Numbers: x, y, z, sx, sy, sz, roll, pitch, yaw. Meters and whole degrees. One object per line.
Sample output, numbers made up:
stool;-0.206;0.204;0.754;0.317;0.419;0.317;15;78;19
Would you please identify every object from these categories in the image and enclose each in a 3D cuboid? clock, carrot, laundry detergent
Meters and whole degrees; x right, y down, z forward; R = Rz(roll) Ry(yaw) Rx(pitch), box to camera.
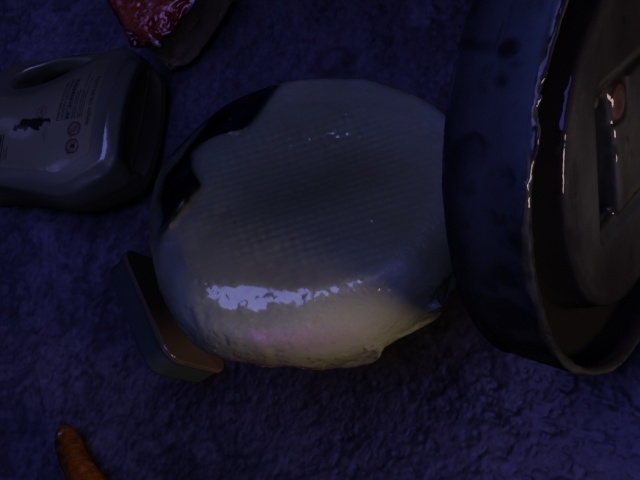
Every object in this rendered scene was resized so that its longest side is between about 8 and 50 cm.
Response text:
clock;0.187;-0.069;0.708;0.067;0.325;0.325;9;76;34
carrot;-0.198;0.243;0.941;0.047;0.047;0.191;-47;55;4
laundry detergent;-0.293;-0.114;1.084;0.253;0.091;0.181;-2;69;25

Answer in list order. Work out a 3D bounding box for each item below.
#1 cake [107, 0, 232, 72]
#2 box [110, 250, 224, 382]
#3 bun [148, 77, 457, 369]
cake;-0.202;-0.257;1.095;0.220;0.086;0.116;21;80;29
box;-0.144;0.072;0.947;0.031;0.091;0.126;-38;61;16
bun;0.000;0.000;0.863;0.283;0.179;0.283;-5;51;6
